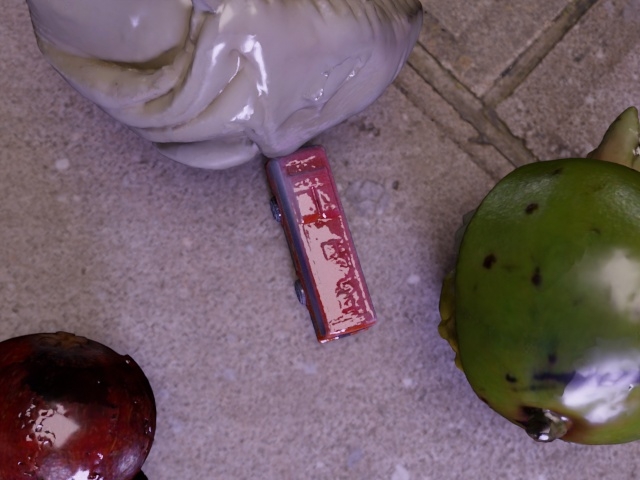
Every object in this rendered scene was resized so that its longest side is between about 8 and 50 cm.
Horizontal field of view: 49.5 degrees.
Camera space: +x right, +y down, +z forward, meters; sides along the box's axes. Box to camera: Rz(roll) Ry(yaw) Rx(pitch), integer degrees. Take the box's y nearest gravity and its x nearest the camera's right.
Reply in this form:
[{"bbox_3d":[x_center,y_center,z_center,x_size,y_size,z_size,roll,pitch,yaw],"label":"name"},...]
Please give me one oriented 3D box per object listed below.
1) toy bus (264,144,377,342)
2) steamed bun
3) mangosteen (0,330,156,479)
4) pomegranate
[{"bbox_3d":[0.000,0.000,0.671,0.065,0.077,0.192,-16,83,-14],"label":"toy bus"},{"bbox_3d":[-0.097,-0.176,0.594,0.310,0.219,0.324,34,33,7],"label":"steamed bun"},{"bbox_3d":[-0.217,0.166,0.571,0.166,0.166,0.180,4,106,-8],"label":"mangosteen"},{"bbox_3d":[0.248,0.028,0.629,0.260,0.260,0.340,31,73,-2],"label":"pomegranate"}]
